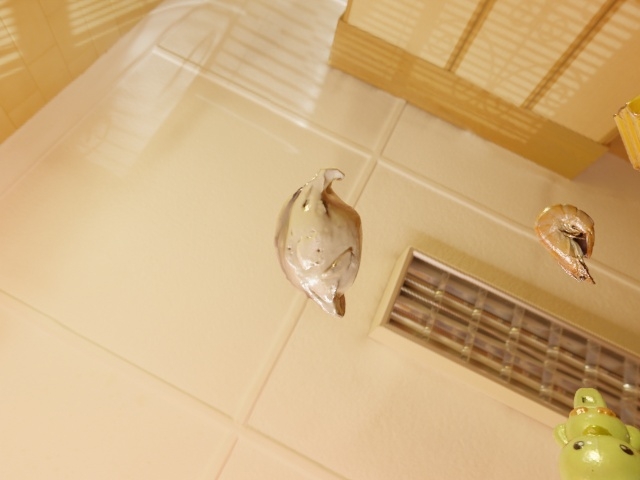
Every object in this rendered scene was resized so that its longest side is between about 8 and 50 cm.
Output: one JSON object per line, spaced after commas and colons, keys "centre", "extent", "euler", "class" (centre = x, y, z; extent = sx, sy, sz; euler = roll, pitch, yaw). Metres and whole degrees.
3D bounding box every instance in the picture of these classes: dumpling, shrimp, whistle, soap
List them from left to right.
{"centre": [0.000, 0.000, 0.938], "extent": [0.187, 0.243, 0.318], "euler": [-2, -81, 6], "class": "dumpling"}
{"centre": [0.299, 0.002, 0.497], "extent": [0.059, 0.023, 0.108], "euler": [-42, -86, 15], "class": "shrimp"}
{"centre": [0.481, 0.345, 0.739], "extent": [0.141, 0.141, 0.294], "euler": [28, -143, 3], "class": "whistle"}
{"centre": [0.835, -0.267, 1.072], "extent": [0.257, 0.080, 0.160], "euler": [46, -161, -29], "class": "soap"}
